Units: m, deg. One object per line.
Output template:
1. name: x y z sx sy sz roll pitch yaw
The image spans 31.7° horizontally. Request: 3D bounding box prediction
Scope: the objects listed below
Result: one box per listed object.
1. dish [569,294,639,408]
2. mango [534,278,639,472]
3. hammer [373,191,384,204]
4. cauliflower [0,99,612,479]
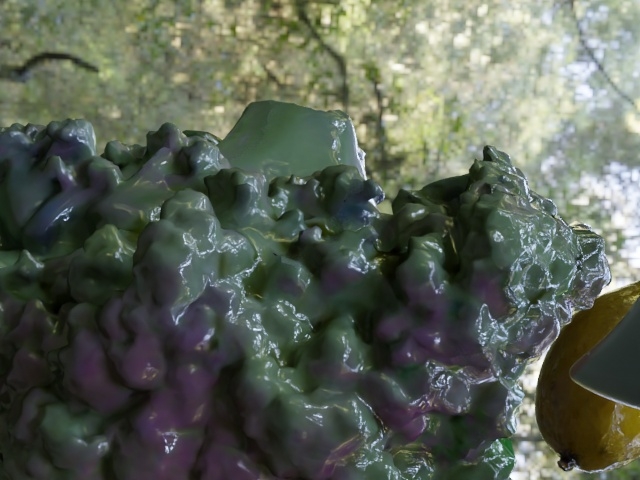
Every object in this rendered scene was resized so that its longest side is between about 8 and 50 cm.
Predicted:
1. dish: 0.260 0.040 0.649 0.077 0.212 0.151 48 -56 35
2. mango: 0.345 0.142 1.278 0.119 0.317 0.176 -13 -67 53
3. hammer: 0.000 0.000 1.374 0.246 0.103 0.029 -47 -178 -37
4. cauliflower: -0.028 0.025 0.442 0.239 0.256 0.315 106 -2 -47
